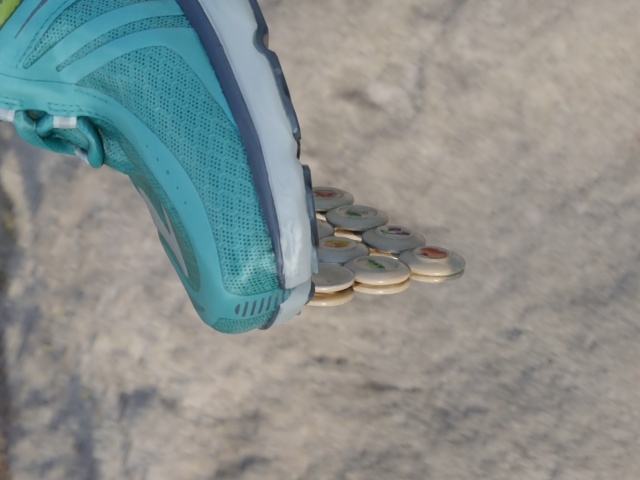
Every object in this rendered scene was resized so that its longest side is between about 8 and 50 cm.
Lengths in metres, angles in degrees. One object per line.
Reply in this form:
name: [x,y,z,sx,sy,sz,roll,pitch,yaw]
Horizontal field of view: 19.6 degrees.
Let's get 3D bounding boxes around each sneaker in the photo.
sneaker: [-0.101,-0.071,0.595,0.110,0.107,0.275,-31,70,-26]

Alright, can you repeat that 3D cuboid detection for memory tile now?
memory tile: [0.000,0.000,1.030,0.148,0.113,0.012,31,124,51]
